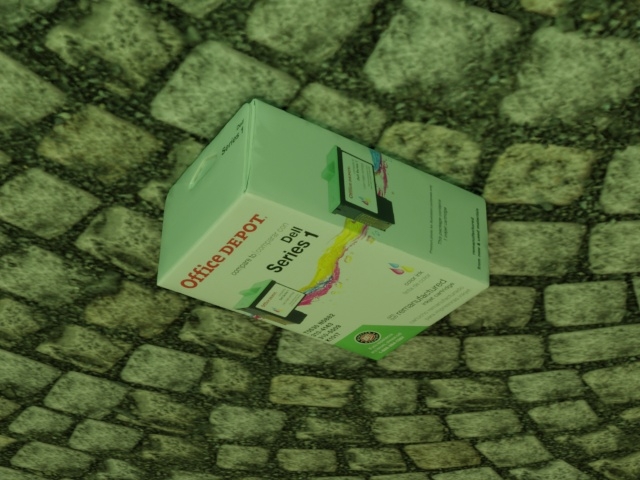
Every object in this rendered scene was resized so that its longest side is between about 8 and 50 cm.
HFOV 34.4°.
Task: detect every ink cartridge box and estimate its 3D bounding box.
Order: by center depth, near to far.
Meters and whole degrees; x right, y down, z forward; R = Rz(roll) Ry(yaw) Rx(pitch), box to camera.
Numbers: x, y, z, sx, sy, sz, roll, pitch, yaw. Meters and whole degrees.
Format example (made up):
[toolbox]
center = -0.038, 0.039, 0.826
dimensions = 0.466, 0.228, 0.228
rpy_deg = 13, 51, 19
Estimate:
[ink cartridge box]
center = 0.000, 0.000, 1.051
dimensions = 0.278, 0.117, 0.201
rpy_deg = 21, 142, -24
